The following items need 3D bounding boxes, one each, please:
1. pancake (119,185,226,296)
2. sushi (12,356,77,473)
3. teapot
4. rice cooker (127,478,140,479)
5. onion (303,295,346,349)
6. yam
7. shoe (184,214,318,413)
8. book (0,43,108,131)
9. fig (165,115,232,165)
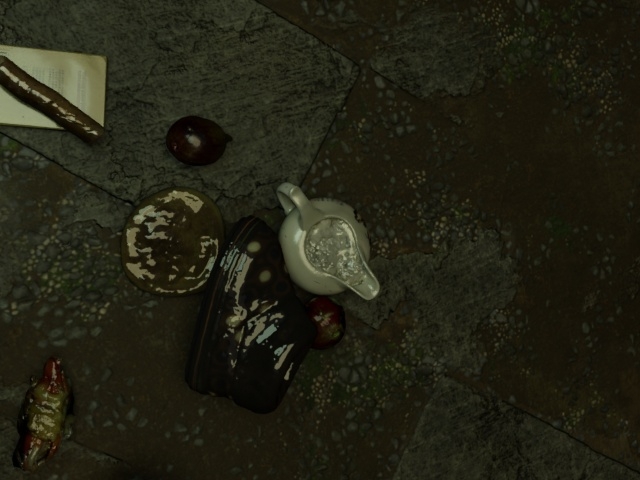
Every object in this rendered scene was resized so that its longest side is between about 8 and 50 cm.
[{"bbox_3d":[-0.298,0.010,1.541,0.241,0.050,0.242,-2,95,-18],"label":"pancake"},{"bbox_3d":[-0.530,0.341,1.448,0.097,0.103,0.226,12,89,9],"label":"sushi"},{"bbox_3d":[0.000,0.000,1.589,0.208,0.166,0.300,-41,111,-3],"label":"teapot"},{"bbox_3d":[-0.331,0.584,1.419,0.225,0.244,0.226,-8,61,14],"label":"rice cooker"},{"bbox_3d":[-0.002,0.183,1.612,0.118,0.118,0.117,-29,114,-16],"label":"onion"},{"bbox_3d":[-0.530,-0.270,1.433,0.241,0.056,0.057,37,80,-16],"label":"yam"},{"bbox_3d":[-0.118,0.154,1.511,0.237,0.171,0.384,16,89,5],"label":"shoe"},{"bbox_3d":[-0.546,-0.302,1.469,0.230,0.026,0.161,3,90,-18],"label":"book"},{"bbox_3d":[-0.243,-0.210,1.538,0.154,0.103,0.109,-27,85,-51],"label":"fig"}]
